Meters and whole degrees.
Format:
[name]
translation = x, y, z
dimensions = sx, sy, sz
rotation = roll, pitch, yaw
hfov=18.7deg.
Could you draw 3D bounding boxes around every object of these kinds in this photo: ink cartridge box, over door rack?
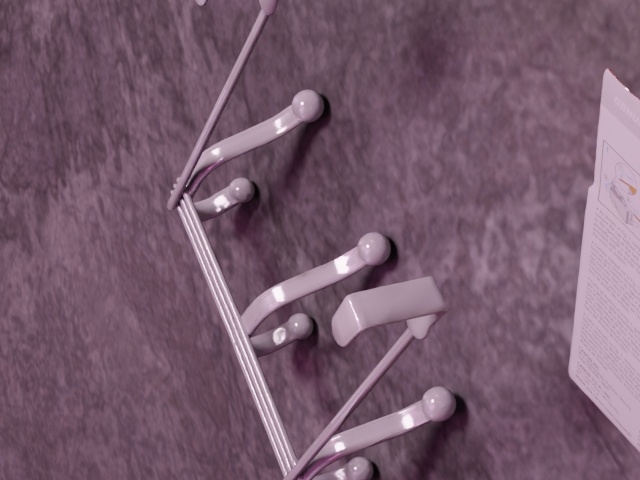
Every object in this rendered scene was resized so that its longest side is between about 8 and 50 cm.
[ink cartridge box]
translation = 0.196, 0.043, 0.926
dimensions = 0.181, 0.056, 0.225
rotation = 50, 154, 37
[over door rack]
translation = 0.000, 0.000, 1.179
dimensions = 0.324, 0.108, 0.240
rotation = 107, 142, -64
